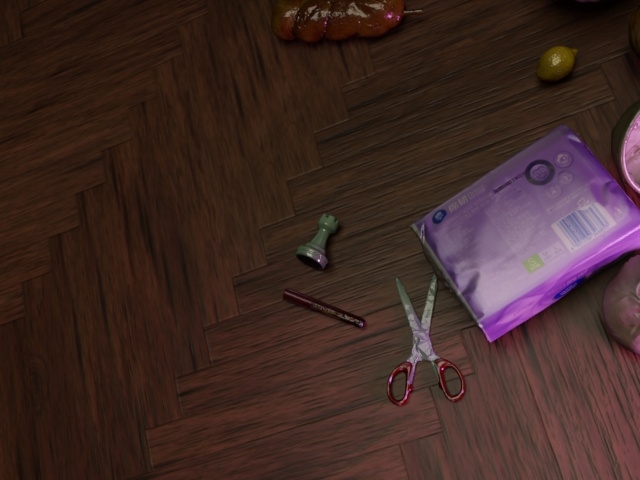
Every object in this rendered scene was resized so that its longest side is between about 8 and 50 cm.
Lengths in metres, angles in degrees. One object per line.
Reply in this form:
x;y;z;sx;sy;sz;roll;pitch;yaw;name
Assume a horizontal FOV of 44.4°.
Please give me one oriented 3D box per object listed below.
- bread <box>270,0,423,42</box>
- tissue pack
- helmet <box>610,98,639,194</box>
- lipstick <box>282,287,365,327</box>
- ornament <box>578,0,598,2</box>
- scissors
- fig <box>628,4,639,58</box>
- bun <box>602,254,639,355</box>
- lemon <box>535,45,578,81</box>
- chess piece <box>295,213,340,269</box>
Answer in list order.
0.053;-0.495;1.702;0.344;0.084;0.124;2;73;19;bread
0.363;-0.006;1.393;0.338;0.160;0.242;-33;64;6;tissue pack
0.612;-0.186;1.384;0.257;0.137;0.204;-18;109;-5;helmet
0.007;0.133;1.539;0.176;0.027;0.027;19;79;22;lipstick
0.515;-0.573;1.481;0.259;0.259;0.225;-3;73;18;ornament
0.189;0.180;1.468;0.144;0.017;0.248;-8;69;15;scissors
0.632;-0.327;1.438;0.149;0.149;0.245;7;93;21;fig
0.557;0.103;1.315;0.166;0.113;0.173;-25;69;9;bun
0.461;-0.345;1.525;0.092;0.065;0.065;-32;65;4;lemon
0.000;0.000;1.569;0.067;0.067;0.103;19;70;23;chess piece
